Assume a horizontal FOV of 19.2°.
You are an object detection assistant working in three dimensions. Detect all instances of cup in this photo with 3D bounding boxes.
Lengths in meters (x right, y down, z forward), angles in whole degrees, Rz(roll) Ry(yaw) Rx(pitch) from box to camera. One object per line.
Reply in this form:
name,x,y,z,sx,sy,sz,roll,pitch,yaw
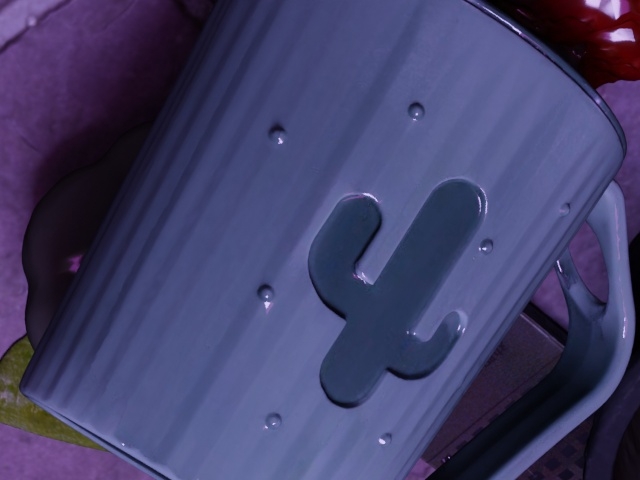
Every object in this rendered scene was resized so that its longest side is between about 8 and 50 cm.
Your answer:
cup,0.036,0.028,1.337,0.401,0.310,0.392,30,81,3

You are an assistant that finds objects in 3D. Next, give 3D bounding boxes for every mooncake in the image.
mooncake,-0.113,0.035,1.530,0.274,0.135,0.275,1,84,-6

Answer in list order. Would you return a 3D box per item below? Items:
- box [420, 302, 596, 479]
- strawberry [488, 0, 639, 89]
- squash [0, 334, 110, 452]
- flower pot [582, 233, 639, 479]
box,0.185,0.164,1.780,0.180,0.047,0.325,-42,120,19
strawberry,0.193,-0.304,1.369,0.317,0.295,0.345,38,77,-9
squash,-0.140,0.093,1.696,0.288,0.203,0.111,12,132,27
flower pot,0.380,0.122,1.658,0.379,0.251,0.379,-5,125,-8
